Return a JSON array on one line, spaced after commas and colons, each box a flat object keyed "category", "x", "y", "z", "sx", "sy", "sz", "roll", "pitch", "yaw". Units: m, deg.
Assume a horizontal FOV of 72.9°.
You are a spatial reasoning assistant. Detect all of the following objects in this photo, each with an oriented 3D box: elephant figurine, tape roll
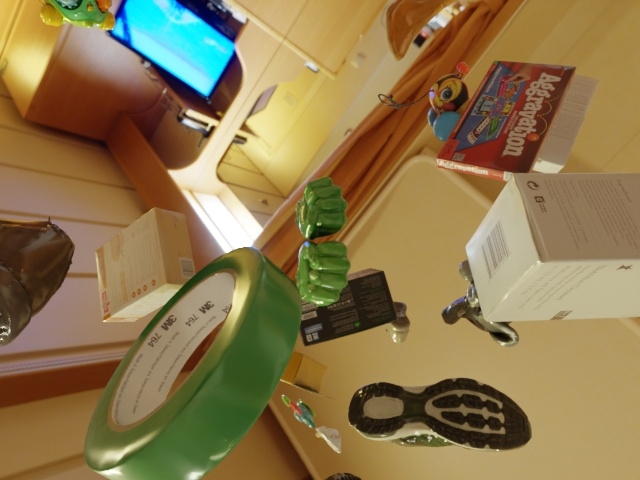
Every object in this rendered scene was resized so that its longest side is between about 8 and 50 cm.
[{"category": "elephant figurine", "x": 0.366, "y": 0.132, "z": 0.898, "sx": 0.186, "sy": 0.169, "sz": 0.239, "roll": -111, "pitch": 7, "yaw": -48}, {"category": "tape roll", "x": -0.166, "y": 0.153, "z": 0.573, "sx": 0.077, "sy": 0.321, "sz": 0.321, "roll": 45, "pitch": -165, "yaw": -24}]

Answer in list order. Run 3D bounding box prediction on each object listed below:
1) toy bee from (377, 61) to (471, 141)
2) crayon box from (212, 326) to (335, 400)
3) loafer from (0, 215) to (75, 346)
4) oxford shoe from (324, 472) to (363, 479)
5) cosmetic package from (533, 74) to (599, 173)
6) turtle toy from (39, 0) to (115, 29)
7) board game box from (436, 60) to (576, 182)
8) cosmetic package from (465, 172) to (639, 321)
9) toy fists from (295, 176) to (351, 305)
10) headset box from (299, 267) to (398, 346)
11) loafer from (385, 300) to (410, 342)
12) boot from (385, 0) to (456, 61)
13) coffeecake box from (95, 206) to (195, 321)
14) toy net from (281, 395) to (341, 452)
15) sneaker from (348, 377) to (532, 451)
[{"category": "toy bee", "x": 0.312, "y": -0.311, "z": 0.999, "sx": 0.298, "sy": 0.162, "sz": 0.195, "roll": 13, "pitch": -141, "yaw": -33}, {"category": "crayon box", "x": -0.119, "y": 0.341, "z": 1.205, "sx": 0.322, "sy": 0.083, "sz": 0.203, "roll": 13, "pitch": 160, "yaw": 25}, {"category": "loafer", "x": -0.414, "y": 0.033, "z": 0.482, "sx": 0.365, "sy": 0.134, "sz": 0.130, "roll": 5, "pitch": -149, "yaw": 22}, {"category": "oxford shoe", "x": -0.013, "y": 0.273, "z": 0.373, "sx": 0.083, "sy": 0.096, "sz": 0.227, "roll": 56, "pitch": -161, "yaw": 21}, {"category": "cosmetic package", "x": 0.627, "y": -0.298, "z": 1.132, "sx": 0.085, "sy": 0.231, "sz": 0.117, "roll": 20, "pitch": -177, "yaw": 17}, {"category": "turtle toy", "x": -0.327, "y": -0.341, "z": 0.568, "sx": 0.095, "sy": 0.066, "sz": 0.130, "roll": -25, "pitch": -90, "yaw": -47}, {"category": "board game box", "x": 0.325, "y": -0.215, "z": 0.750, "sx": 0.145, "sy": 0.281, "sz": 0.027, "roll": 19, "pitch": 151, "yaw": 28}, {"category": "cosmetic package", "x": 0.457, "y": 0.016, "z": 0.675, "sx": 0.384, "sy": 0.217, "sz": 0.156, "roll": -1, "pitch": -122, "yaw": -2}, {"category": "toy fists", "x": 0.000, "y": 0.000, "z": 0.934, "sx": 0.096, "sy": 0.142, "sz": 0.279, "roll": 8, "pitch": -108, "yaw": -26}, {"category": "headset box", "x": 0.056, "y": 0.171, "z": 1.193, "sx": 0.283, "sy": 0.246, "sz": 0.131, "roll": 125, "pitch": 129, "yaw": -88}, {"category": "loafer", "x": 0.283, "y": 0.305, "z": 1.655, "sx": 0.101, "sy": 0.092, "sz": 0.268, "roll": 7, "pitch": -167, "yaw": 4}, {"category": "boot", "x": 0.298, "y": -0.641, "z": 1.184, "sx": 0.211, "sy": 0.295, "sz": 0.104, "roll": -2, "pitch": 159, "yaw": 32}, {"category": "coffeecake box", "x": -0.317, "y": 0.048, "z": 0.778, "sx": 0.068, "sy": 0.185, "sz": 0.142, "roll": 15, "pitch": -127, "yaw": -55}, {"category": "toy net", "x": -0.014, "y": 0.492, "z": 1.186, "sx": 0.232, "sy": 0.045, "sz": 0.122, "roll": 12, "pitch": 136, "yaw": 53}, {"category": "sneaker", "x": 0.283, "y": 0.435, "z": 1.043, "sx": 0.182, "sy": 0.410, "sz": 0.158, "roll": 59, "pitch": -143, "yaw": -42}]
